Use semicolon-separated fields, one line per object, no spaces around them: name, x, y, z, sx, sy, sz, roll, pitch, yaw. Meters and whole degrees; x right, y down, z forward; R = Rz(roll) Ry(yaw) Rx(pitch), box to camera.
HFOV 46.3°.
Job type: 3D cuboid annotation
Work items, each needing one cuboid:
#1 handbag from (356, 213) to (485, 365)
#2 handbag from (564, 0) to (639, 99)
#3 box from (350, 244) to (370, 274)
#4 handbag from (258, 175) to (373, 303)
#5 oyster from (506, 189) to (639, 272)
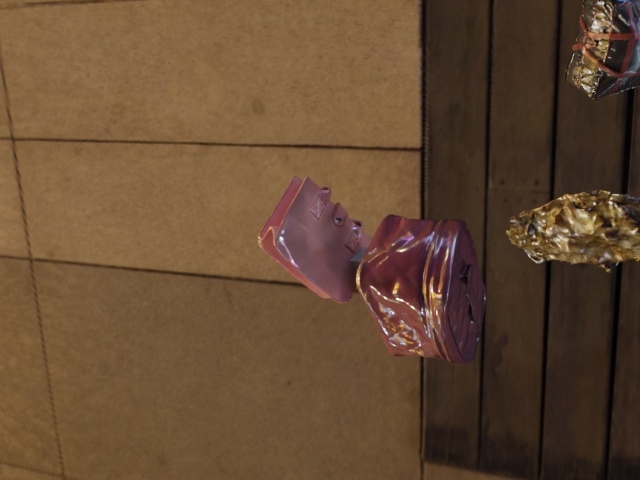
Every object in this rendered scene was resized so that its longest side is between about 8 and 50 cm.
handbag;0.147;0.069;1.011;0.135;0.146;0.225;5;143;26
handbag;0.574;-0.391;1.437;0.155;0.169;0.215;51;151;45
box;0.151;0.106;1.342;0.141;0.058;0.201;1;124;55
handbag;0.000;0.000;1.341;0.059;0.157;0.212;6;151;49
oyster;0.472;-0.013;1.233;0.396;0.204;0.111;-1;75;44
